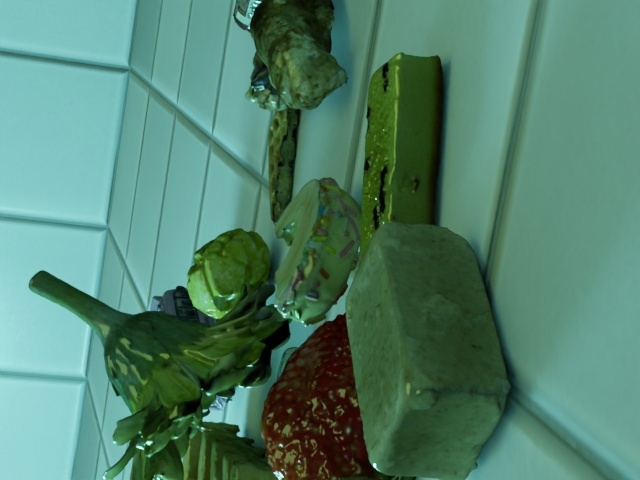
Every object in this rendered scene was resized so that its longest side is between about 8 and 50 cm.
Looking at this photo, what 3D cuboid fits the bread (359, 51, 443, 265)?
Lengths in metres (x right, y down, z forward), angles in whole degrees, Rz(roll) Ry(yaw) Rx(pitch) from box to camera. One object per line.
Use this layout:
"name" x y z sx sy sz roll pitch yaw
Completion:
"bread" 0.067 -0.044 1.165 0.088 0.049 0.226 157 117 -72

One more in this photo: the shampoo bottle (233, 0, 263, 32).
"shampoo bottle" -0.060 -0.377 1.717 0.067 0.068 0.236 -98 22 -48

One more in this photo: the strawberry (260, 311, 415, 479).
"strawberry" 0.003 0.161 1.206 0.236 0.106 0.175 -128 47 -69

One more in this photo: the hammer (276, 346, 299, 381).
"hammer" -0.020 0.149 1.443 0.083 0.031 0.053 37 119 60

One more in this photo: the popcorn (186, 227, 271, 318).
"popcorn" -0.107 0.047 1.667 0.120 0.116 0.106 -42 60 4

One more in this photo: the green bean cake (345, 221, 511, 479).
"green bean cake" 0.077 0.082 1.017 0.179 0.085 0.109 -99 20 -46

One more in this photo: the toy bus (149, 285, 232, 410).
"toy bus" -0.171 0.142 1.822 0.199 0.108 0.096 -114 34 -61

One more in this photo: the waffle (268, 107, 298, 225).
"waffle" -0.042 -0.104 1.625 0.097 0.023 0.153 117 156 -54

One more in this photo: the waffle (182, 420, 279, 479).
"waffle" -0.107 0.379 1.564 0.348 0.077 0.304 178 97 -74

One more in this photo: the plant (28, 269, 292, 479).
"plant" -0.154 0.122 1.500 0.306 0.261 0.297 47 -162 -81

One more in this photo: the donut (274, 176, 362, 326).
"donut" 0.002 -0.001 1.323 0.108 0.065 0.166 -55 18 29

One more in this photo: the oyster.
"oyster" -0.050 -0.209 1.553 0.294 0.094 0.166 160 119 -70
